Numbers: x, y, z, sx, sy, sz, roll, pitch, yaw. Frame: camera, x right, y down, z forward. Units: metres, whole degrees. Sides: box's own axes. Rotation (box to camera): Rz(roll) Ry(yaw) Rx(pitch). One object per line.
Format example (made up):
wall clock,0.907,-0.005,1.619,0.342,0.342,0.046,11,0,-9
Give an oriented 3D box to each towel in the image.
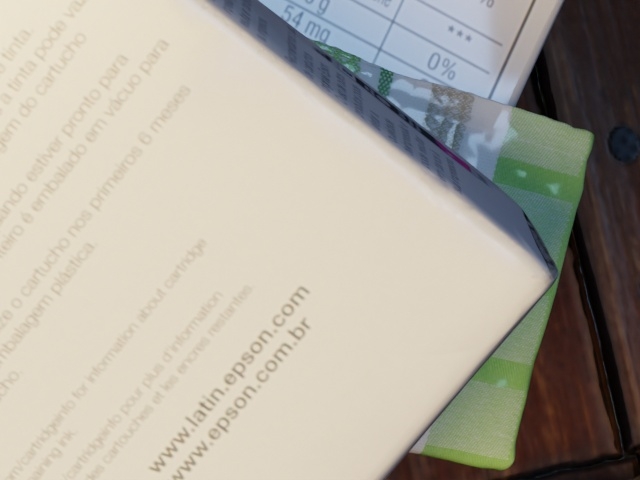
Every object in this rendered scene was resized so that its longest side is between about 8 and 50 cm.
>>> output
towel,0.000,0.000,0.530,0.152,0.023,0.113,16,89,-18

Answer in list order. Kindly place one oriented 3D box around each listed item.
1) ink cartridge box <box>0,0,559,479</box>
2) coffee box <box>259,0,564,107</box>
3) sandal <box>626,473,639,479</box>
ink cartridge box,-0.168,0.026,0.457,0.330,0.071,0.324,38,102,-11
coffee box,-0.126,-0.105,0.676,0.338,0.337,0.334,26,84,-13
sandal,0.213,0.157,0.922,0.303,0.120,0.086,5,52,-21
